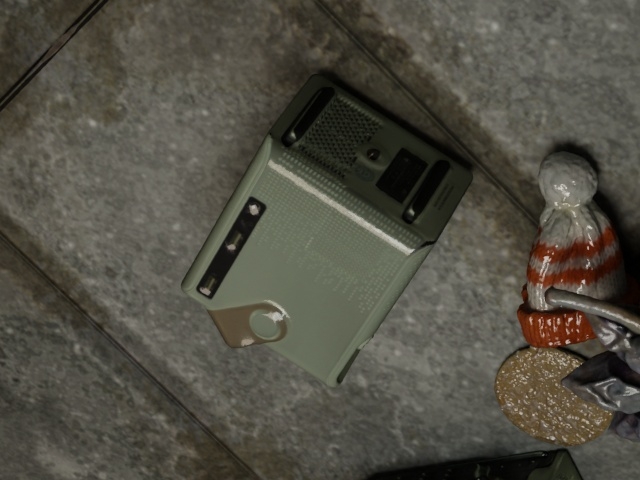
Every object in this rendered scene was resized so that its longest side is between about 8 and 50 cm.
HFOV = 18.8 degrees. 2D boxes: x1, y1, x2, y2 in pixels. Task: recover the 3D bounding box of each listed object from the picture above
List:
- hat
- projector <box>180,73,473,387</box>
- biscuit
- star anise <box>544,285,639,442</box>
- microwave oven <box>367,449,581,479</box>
[{"bbox_3d":[0.219,0.003,1.684,0.112,0.093,0.162,-13,117,-11],"label":"hat"},{"bbox_3d":[0.000,0.000,1.743,0.177,0.163,0.242,34,127,1],"label":"projector"},{"bbox_3d":[0.222,0.148,1.836,0.120,0.015,0.120,13,127,18],"label":"biscuit"},{"bbox_3d":[0.306,0.100,1.653,0.262,0.081,0.230,21,133,-28],"label":"star anise"},{"bbox_3d":[0.108,0.387,1.843,0.286,0.355,0.218,-12,117,34],"label":"microwave oven"}]
